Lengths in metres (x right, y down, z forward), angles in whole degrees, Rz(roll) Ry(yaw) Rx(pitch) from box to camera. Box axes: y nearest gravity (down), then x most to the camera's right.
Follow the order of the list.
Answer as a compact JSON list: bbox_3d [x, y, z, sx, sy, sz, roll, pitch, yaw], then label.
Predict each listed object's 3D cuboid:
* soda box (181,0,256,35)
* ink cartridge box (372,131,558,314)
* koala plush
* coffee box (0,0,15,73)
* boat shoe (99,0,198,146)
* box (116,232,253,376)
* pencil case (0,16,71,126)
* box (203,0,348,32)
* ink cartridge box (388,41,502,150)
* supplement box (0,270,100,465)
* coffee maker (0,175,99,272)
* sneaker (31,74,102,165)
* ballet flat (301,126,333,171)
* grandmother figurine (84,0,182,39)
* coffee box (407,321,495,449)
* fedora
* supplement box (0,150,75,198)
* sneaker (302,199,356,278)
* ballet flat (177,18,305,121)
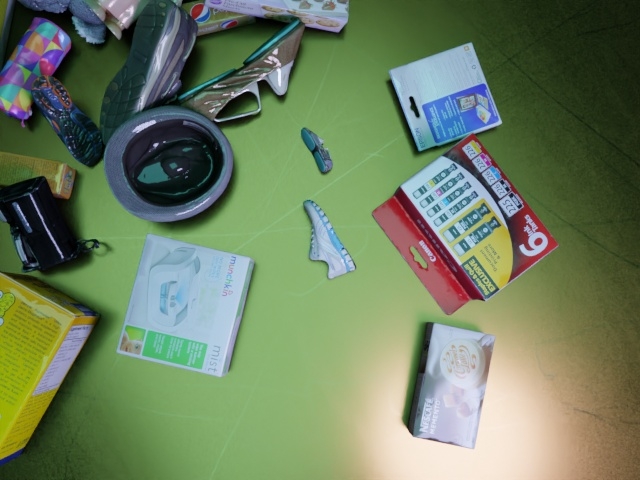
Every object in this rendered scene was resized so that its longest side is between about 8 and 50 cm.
[{"bbox_3d":[-0.243,-0.520,1.673,0.181,0.058,0.061,-14,85,-3],"label":"soda box"},{"bbox_3d":[0.310,-0.028,1.607,0.271,0.130,0.309,-37,87,-3],"label":"ink cartridge box"},{"bbox_3d":[-0.550,-0.557,1.617,0.221,0.203,0.196,31,101,-23],"label":"koala plush"},{"bbox_3d":[-0.870,-0.555,1.521,0.337,0.334,0.339,9,84,0],"label":"coffee box"},{"bbox_3d":[-0.367,-0.347,1.606,0.132,0.130,0.356,43,111,35],"label":"boat shoe"},{"bbox_3d":[-0.286,0.141,1.578,0.231,0.127,0.262,14,83,2],"label":"box"},{"bbox_3d":[-0.651,-0.380,1.629,0.104,0.104,0.236,28,86,1],"label":"pencil case"},{"bbox_3d":[-0.097,-0.536,1.632,0.323,0.067,0.063,6,78,-18],"label":"box"},{"bbox_3d":[0.284,-0.328,1.675,0.208,0.045,0.207,-19,86,-4],"label":"ink cartridge box"},{"bbox_3d":[-0.654,0.265,1.520,0.195,0.194,0.357,29,84,1],"label":"supplement box"},{"bbox_3d":[-0.595,-0.043,1.563,0.171,0.120,0.178,-25,118,-16],"label":"coffee maker"},{"bbox_3d":[-0.561,-0.266,1.612,0.083,0.087,0.221,-37,118,-21],"label":"sneaker"},{"bbox_3d":[-0.005,-0.211,1.665,0.041,0.041,0.114,-28,86,-4],"label":"ballet flat"},{"bbox_3d":[-0.350,-0.595,1.560,0.342,0.208,0.104,-41,64,-1],"label":"grandmother figurine"},{"bbox_3d":[0.283,0.313,1.588,0.141,0.098,0.247,13,84,0],"label":"coffee box"},{"bbox_3d":[-0.333,-0.163,1.596,0.275,0.124,0.244,-29,95,-16],"label":"fedora"},{"bbox_3d":[-0.675,-0.150,1.617,0.233,0.078,0.080,8,85,0],"label":"supplement box"},{"bbox_3d":[0.000,0.000,1.628,0.082,0.071,0.191,-30,86,2],"label":"sneaker"},{"bbox_3d":[-0.156,-0.358,1.644,0.342,0.116,0.124,-35,107,-4],"label":"ballet flat"}]
